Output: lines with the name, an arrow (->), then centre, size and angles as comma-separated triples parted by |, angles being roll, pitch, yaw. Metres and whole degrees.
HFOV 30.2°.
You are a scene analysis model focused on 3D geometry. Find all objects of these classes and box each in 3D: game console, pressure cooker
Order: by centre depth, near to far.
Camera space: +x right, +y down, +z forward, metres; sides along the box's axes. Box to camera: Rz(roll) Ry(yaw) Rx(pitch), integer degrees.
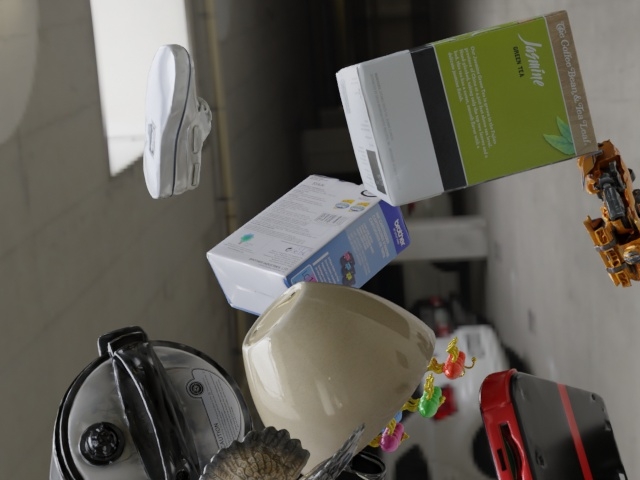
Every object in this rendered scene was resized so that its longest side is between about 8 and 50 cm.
game console -> 0.370, 0.385, 1.723 | 0.342, 0.060, 0.387 | 21, -130, -49
pressure cooker -> -0.314, 0.392, 2.199 | 0.376, 0.369, 0.420 | -61, -2, -30

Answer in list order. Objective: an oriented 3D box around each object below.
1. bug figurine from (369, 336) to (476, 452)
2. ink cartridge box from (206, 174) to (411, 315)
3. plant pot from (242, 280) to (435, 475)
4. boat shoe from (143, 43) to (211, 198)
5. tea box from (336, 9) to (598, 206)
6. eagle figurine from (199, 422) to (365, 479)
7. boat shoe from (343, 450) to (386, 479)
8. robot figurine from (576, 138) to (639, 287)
bug figurine -> 0.184, 0.318, 2.304 | 0.072, 0.279, 0.216 | 44, -152, -1
ink cartridge box -> 0.000, 0.000, 2.528 | 0.395, 0.270, 0.151 | -40, -56, -29
plant pot -> -0.001, 0.170, 1.717 | 0.191, 0.284, 0.284 | 44, -162, -11
boat shoe -> -0.198, -0.172, 1.687 | 0.095, 0.084, 0.258 | 59, 149, 34
tea box -> 0.216, -0.207, 1.855 | 0.329, 0.323, 0.220 | -128, 24, -81
eagle figurine -> -0.060, 0.373, 1.472 | 0.225, 0.226, 0.298 | 48, -136, -78
boat shoe -> 0.051, 0.378, 2.045 | 0.042, 0.133, 0.049 | 98, -167, -56
robot figurine -> 0.464, -0.034, 1.843 | 0.211, 0.085, 0.291 | 59, -158, -19
